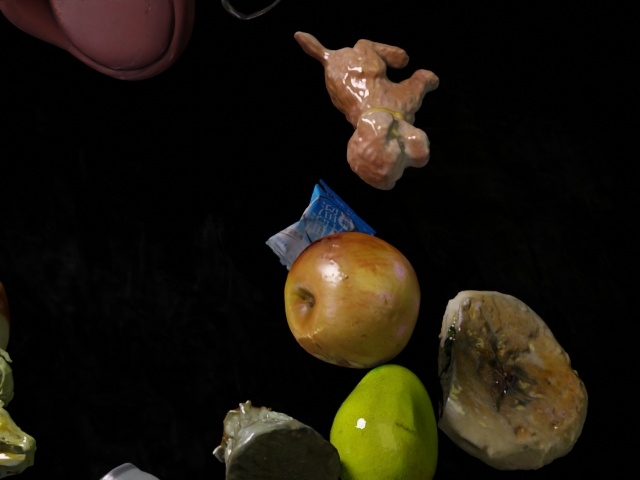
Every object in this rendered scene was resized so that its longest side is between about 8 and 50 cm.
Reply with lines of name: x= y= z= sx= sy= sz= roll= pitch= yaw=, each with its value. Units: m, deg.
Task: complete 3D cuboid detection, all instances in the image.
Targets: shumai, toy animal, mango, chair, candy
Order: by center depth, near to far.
shumai: x=-0.049 y=0.198 z=1.523 sx=0.124 sy=0.099 sz=0.087 roll=42 pitch=2 yaw=-39
mango: x=0.069 y=0.192 z=1.588 sx=0.117 sy=0.089 sz=0.163 roll=57 pitch=31 yaw=-8
candy: x=0.000 y=-0.001 z=1.781 sx=0.088 sy=0.038 sz=0.136 roll=46 pitch=47 yaw=-6
chair: x=-0.166 y=-0.323 z=1.846 sx=0.226 sy=0.226 sz=0.401 roll=43 pitch=43 yaw=10
toy animal: x=0.040 y=-0.150 z=1.905 sx=0.183 sy=0.104 sz=0.185 roll=24 pitch=46 yaw=-14

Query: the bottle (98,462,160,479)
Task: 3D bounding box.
bottle: x=-0.104 y=0.302 z=1.388 sx=0.254 sy=0.079 sz=0.096 roll=48 pitch=5 yaw=16

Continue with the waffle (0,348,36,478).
waffle: x=-0.378 y=0.130 z=1.230 sx=0.297 sy=0.317 sz=0.073 roll=52 pitch=4 yaw=1

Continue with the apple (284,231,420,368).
apple: x=0.027 y=0.058 z=1.657 sx=0.146 sy=0.146 sz=0.146 roll=18 pitch=43 yaw=-18

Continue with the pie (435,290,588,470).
pie: x=0.205 y=0.153 z=1.753 sx=0.185 sy=0.052 sz=0.218 roll=25 pitch=43 yaw=-19

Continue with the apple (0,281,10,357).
apple: x=-0.362 y=0.078 z=1.360 sx=0.195 sy=0.173 sz=0.160 roll=-21 pitch=67 yaw=-43
